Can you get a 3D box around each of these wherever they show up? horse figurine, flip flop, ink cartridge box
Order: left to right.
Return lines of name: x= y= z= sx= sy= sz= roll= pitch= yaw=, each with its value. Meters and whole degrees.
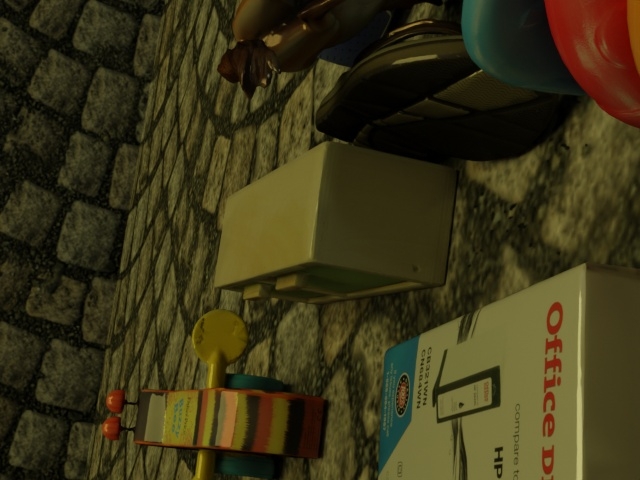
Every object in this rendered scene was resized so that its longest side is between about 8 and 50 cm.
horse figurine: x=0.020 y=-0.164 z=0.715 sx=0.066 sy=0.263 sz=0.174 roll=55 pitch=152 yaw=-2
flip flop: x=0.070 y=-0.105 z=0.740 sx=0.080 sy=0.112 sz=0.277 roll=-66 pitch=11 yaw=-6
ink cartridge box: x=0.103 y=0.107 z=0.517 sx=0.203 sy=0.085 sz=0.148 roll=140 pitch=138 yaw=-64

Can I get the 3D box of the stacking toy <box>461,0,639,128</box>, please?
stacking toy: x=0.189 y=-0.068 z=0.304 sx=0.302 sy=0.175 sz=0.166 roll=47 pitch=133 yaw=51

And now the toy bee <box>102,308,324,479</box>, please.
toy bee: x=-0.118 y=0.182 z=1.031 sx=0.298 sy=0.162 sz=0.195 roll=125 pitch=149 yaw=-52

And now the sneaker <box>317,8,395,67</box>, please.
sneaker: x=0.027 y=-0.296 z=0.854 sx=0.182 sy=0.127 sz=0.316 roll=-97 pitch=20 yaw=-77

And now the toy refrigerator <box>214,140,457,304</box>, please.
toy refrigerator: x=0.000 y=0.000 z=0.869 sx=0.269 sy=0.102 sz=0.094 roll=164 pitch=115 yaw=-70
